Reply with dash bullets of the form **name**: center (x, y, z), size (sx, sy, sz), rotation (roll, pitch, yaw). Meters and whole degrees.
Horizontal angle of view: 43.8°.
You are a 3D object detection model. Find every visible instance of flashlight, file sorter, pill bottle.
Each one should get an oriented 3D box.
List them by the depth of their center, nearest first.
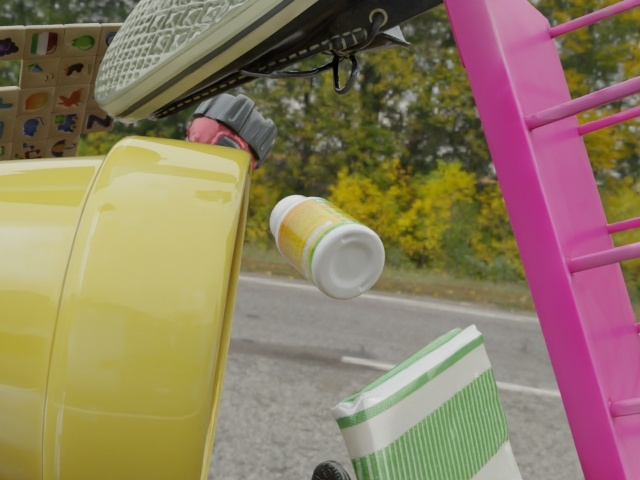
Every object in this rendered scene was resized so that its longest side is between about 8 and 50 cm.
- **file sorter**: center (0.210, -0.016, 0.406), size (0.182, 0.290, 0.202), rotation (-16, -1, 26)
- **flashlight**: center (-0.169, -0.033, 0.910), size (0.103, 0.304, 0.103), rotation (24, -21, 27)
- **pill bottle**: center (0.000, 0.000, 1.444), size (0.136, 0.136, 0.246), rotation (2, 19, -28)

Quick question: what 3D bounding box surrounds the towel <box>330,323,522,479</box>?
- **towel**: center (0.129, 0.264, 0.738), size (0.038, 0.325, 0.248), rotation (-16, 2, 37)

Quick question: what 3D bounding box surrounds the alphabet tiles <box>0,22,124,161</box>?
- **alphabet tiles**: center (-0.319, -0.142, 0.886), size (0.198, 0.237, 0.009), rotation (-13, 58, -35)

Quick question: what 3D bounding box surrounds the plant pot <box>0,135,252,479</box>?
- **plant pot**: center (-0.177, 0.051, 0.507), size (0.239, 0.254, 0.254), rotation (8, 7, -3)

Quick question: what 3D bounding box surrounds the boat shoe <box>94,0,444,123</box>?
- **boat shoe**: center (0.015, -0.227, 0.714), size (0.500, 0.156, 0.187), rotation (-27, 44, 14)

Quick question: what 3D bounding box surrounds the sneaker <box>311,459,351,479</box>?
- **sneaker**: center (0.049, 0.304, 0.817), size (0.051, 0.170, 0.089), rotation (-28, -17, 35)
